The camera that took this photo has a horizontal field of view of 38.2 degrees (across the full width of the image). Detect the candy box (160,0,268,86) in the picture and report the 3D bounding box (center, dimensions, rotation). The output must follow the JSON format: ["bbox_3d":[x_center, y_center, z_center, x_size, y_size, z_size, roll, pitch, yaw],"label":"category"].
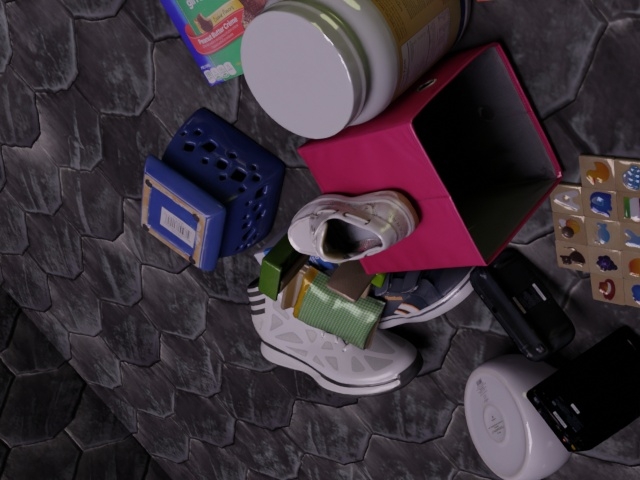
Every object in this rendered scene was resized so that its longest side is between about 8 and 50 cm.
[{"bbox_3d":[-0.158,-0.454,1.579,0.268,0.122,0.317,-10,116,48],"label":"candy box"}]

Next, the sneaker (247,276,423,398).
[{"bbox_3d":[0.000,0.170,1.961,0.447,0.169,0.258,9,132,41],"label":"sneaker"}]

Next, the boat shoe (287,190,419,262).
[{"bbox_3d":[0.024,-0.012,1.417,0.277,0.096,0.098,-13,115,53],"label":"boat shoe"}]

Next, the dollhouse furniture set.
[{"bbox_3d":[0.001,0.124,1.718,0.197,0.151,0.302,29,143,14],"label":"dollhouse furniture set"}]

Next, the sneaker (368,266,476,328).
[{"bbox_3d":[0.166,0.080,1.758,0.127,0.126,0.321,47,145,-11],"label":"sneaker"}]

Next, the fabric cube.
[{"bbox_3d":[0.174,-0.123,1.455,0.258,0.254,0.259,-6,120,51],"label":"fabric cube"}]

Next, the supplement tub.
[{"bbox_3d":[0.054,-0.308,1.351,0.228,0.316,0.228,25,138,25],"label":"supplement tub"}]

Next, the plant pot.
[{"bbox_3d":[-0.238,-0.090,1.914,0.236,0.212,0.236,35,140,14],"label":"plant pot"}]

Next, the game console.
[{"bbox_3d":[0.405,0.166,1.577,0.361,0.213,0.044,55,161,19],"label":"game console"}]

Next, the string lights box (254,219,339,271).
[{"bbox_3d":[0.000,0.000,1.834,0.259,0.133,0.077,-14,114,49],"label":"string lights box"}]

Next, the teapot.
[{"bbox_3d":[0.400,0.323,1.726,0.256,0.187,0.253,-147,51,-60],"label":"teapot"}]

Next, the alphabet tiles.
[{"bbox_3d":[0.525,-0.001,1.442,0.342,0.011,0.285,11,131,37],"label":"alphabet tiles"}]
